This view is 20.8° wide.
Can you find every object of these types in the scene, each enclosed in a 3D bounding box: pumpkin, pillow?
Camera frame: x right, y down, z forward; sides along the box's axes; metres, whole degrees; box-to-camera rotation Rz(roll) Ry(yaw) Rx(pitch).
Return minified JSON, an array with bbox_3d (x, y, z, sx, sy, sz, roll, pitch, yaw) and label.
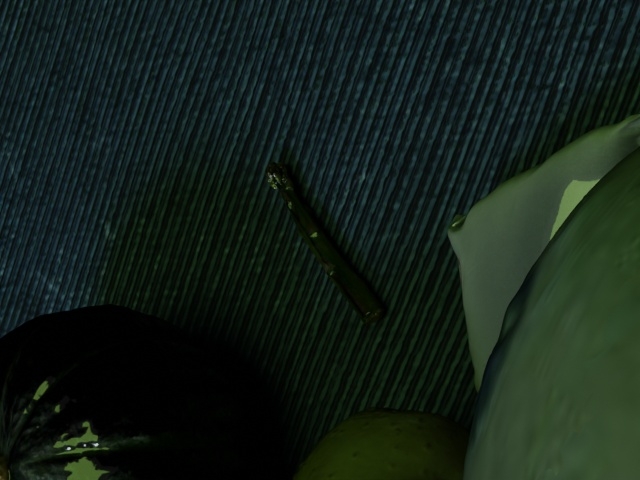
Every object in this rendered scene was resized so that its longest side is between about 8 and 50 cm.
[{"bbox_3d":[-0.138,0.148,1.062,0.220,0.162,0.220,-9,77,41],"label":"pumpkin"},{"bbox_3d":[0.143,0.077,0.863,0.144,0.078,0.254,-25,71,38],"label":"pillow"}]

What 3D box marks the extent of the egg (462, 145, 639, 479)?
[{"bbox_3d":[0.215,0.136,0.616,0.345,0.345,0.428,-43,56,32],"label":"egg"}]

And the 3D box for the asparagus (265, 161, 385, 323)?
[{"bbox_3d":[0.000,0.000,1.040,0.018,0.015,0.127,-47,59,20],"label":"asparagus"}]

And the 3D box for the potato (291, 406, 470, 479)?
[{"bbox_3d":[0.043,0.210,0.895,0.143,0.169,0.248,-2,83,11],"label":"potato"}]
